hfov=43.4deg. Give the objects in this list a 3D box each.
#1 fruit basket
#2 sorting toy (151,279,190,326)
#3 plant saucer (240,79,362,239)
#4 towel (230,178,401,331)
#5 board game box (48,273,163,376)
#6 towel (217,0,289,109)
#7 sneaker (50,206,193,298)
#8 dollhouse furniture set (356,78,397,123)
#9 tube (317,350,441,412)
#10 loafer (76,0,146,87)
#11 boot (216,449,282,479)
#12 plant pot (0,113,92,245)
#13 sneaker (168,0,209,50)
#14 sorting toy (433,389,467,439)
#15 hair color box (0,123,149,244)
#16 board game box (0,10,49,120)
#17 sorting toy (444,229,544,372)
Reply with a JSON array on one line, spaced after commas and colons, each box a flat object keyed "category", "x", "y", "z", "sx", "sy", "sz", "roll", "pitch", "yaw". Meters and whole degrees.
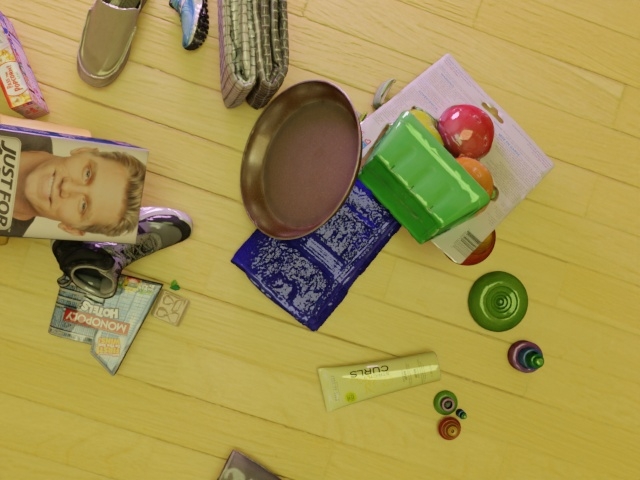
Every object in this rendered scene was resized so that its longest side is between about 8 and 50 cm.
[{"category": "fruit basket", "x": 0.254, "y": -0.166, "z": 1.588, "sx": 0.327, "sy": 0.165, "sz": 0.353, "roll": 46, "pitch": 56, "yaw": 2}, {"category": "sorting toy", "x": -0.292, "y": 0.123, "z": 1.602, "sx": 0.062, "sy": 0.012, "sz": 0.083, "roll": 25, "pitch": 88, "yaw": -5}, {"category": "plant saucer", "x": -0.031, "y": -0.150, "z": 1.527, "sx": 0.050, "sy": 0.311, "sz": 0.310, "roll": 15, "pitch": 88, "yaw": -45}, {"category": "towel", "x": 0.000, "y": 0.000, "z": 1.602, "sx": 0.228, "sy": 0.076, "sz": 0.308, "roll": 40, "pitch": 86, "yaw": -5}, {"category": "board game box", "x": -0.425, "y": 0.156, "z": 1.564, "sx": 0.194, "sy": 0.060, "sz": 0.194, "roll": 14, "pitch": 88, "yaw": -6}, {"category": "towel", "x": -0.129, "y": -0.402, "z": 1.512, "sx": 0.122, "sy": 0.235, "sz": 0.283, "roll": -3, "pitch": 91, "yaw": -10}, {"category": "sneaker", "x": -0.365, "y": 0.028, "z": 1.510, "sx": 0.269, "sy": 0.153, "sz": 0.101, "roll": -10, "pitch": 133, "yaw": -11}, {"category": "dollhouse furniture set", "x": 0.088, "y": -0.268, "z": 1.613, "sx": 0.059, "sy": 0.076, "sz": 0.151, "roll": 29, "pitch": 88, "yaw": -6}, {"category": "tube", "x": 0.121, "y": 0.279, "z": 1.625, "sx": 0.240, "sy": 0.062, "sz": 0.070, "roll": -11, "pitch": 51, "yaw": -1}, {"category": "loafer", "x": -0.402, "y": -0.428, "z": 1.552, "sx": 0.102, "sy": 0.092, "sz": 0.268, "roll": 20, "pitch": 88, "yaw": -6}, {"category": "boot", "x": -0.122, "y": 0.539, "z": 1.588, "sx": 0.209, "sy": 0.076, "sz": 0.189, "roll": 26, "pitch": 73, "yaw": -12}, {"category": "plant pot", "x": -0.542, "y": -0.119, "z": 1.474, "sx": 0.239, "sy": 0.254, "sz": 0.253, "roll": -4, "pitch": 90, "yaw": -22}, {"category": "sneaker", "x": -0.263, "y": -0.454, "z": 1.593, "sx": 0.073, "sy": 0.063, "sz": 0.162, "roll": 1, "pitch": 85, "yaw": 11}, {"category": "sorting toy", "x": 0.269, "y": 0.359, "z": 1.646, "sx": 0.061, "sy": 0.042, "sz": 0.101, "roll": -8, "pitch": 90, "yaw": -6}, {"category": "hair color box", "x": -0.470, "y": -0.095, "z": 1.325, "sx": 0.347, "sy": 0.105, "sz": 0.173, "roll": 4, "pitch": 100, "yaw": -39}, {"category": "board game box", "x": -0.578, "y": -0.331, "z": 1.505, "sx": 0.045, "sy": 0.147, "sz": 0.193, "roll": -22, "pitch": 92, "yaw": -6}, {"category": "sorting toy", "x": 0.364, "y": 0.104, "z": 1.617, "sx": 0.127, "sy": 0.126, "sz": 0.365, "roll": -25, "pitch": 92, "yaw": -6}]
